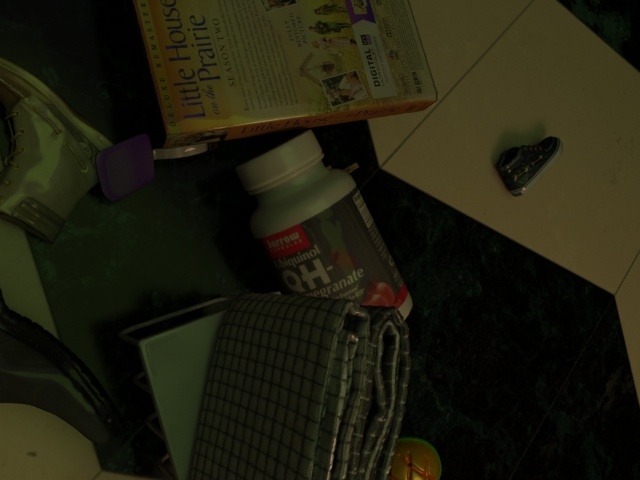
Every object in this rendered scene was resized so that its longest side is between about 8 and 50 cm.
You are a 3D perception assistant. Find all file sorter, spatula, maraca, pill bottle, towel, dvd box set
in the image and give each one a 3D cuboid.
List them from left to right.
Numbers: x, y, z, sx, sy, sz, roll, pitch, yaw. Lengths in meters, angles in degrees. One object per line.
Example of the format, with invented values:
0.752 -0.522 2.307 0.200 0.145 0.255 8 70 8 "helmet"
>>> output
-0.192 -0.137 0.865 0.296 0.030 0.084 -26 135 -35 "spatula"
-0.140 0.230 0.800 0.192 0.173 0.278 -18 96 -31 "file sorter"
-0.055 -0.311 0.845 0.420 0.062 0.308 -14 83 -23 "dvd box set"
-0.025 0.203 0.638 0.121 0.235 0.284 16 79 -37 "towel"
0.000 0.000 0.898 0.176 0.176 0.319 -34 104 -28 "pill bottle"
0.117 0.405 0.990 0.185 0.099 0.127 -24 98 -3 "maraca"

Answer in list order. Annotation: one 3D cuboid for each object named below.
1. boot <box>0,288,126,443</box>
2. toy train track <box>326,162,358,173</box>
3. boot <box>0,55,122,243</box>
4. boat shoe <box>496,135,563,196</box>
-0.420 0.181 0.687 0.338 0.118 0.223 45 69 -8 "boot"
0.035 -0.115 1.022 0.083 0.014 0.048 -34 97 -34 "toy train track"
-0.383 -0.114 0.734 0.213 0.077 0.165 42 67 -30 "boot"
0.447 -0.182 1.240 0.183 0.065 0.083 -48 111 -23 "boat shoe"
